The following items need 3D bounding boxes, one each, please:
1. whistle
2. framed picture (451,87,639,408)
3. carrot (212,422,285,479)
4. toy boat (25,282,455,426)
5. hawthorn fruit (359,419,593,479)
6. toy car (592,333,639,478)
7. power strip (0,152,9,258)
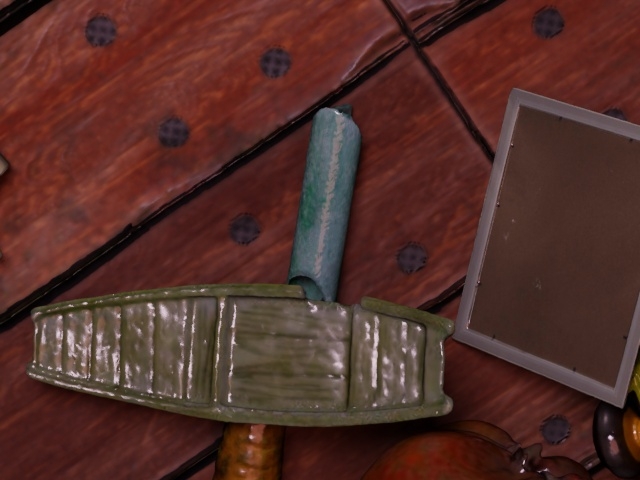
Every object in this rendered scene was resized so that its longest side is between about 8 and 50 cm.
[{"bbox_3d":[0.000,0.000,1.134,0.039,0.039,0.186,8,103,-6],"label":"whistle"},{"bbox_3d":[0.166,0.003,1.116,0.142,0.011,0.183,21,106,36],"label":"framed picture"},{"bbox_3d":[-0.067,0.236,1.175,0.066,0.066,0.314,8,102,-6],"label":"carrot"},{"bbox_3d":[-0.050,0.074,1.107,0.293,0.055,0.093,2,85,16],"label":"toy boat"},{"bbox_3d":[0.098,0.252,1.115,0.208,0.208,0.248,21,93,-9],"label":"hawthorn fruit"},{"bbox_3d":[0.307,0.139,1.130,0.200,0.142,0.248,-12,102,35],"label":"toy car"},{"bbox_3d":[-0.298,-0.088,1.092,0.092,0.034,0.268,-38,103,5],"label":"power strip"}]
